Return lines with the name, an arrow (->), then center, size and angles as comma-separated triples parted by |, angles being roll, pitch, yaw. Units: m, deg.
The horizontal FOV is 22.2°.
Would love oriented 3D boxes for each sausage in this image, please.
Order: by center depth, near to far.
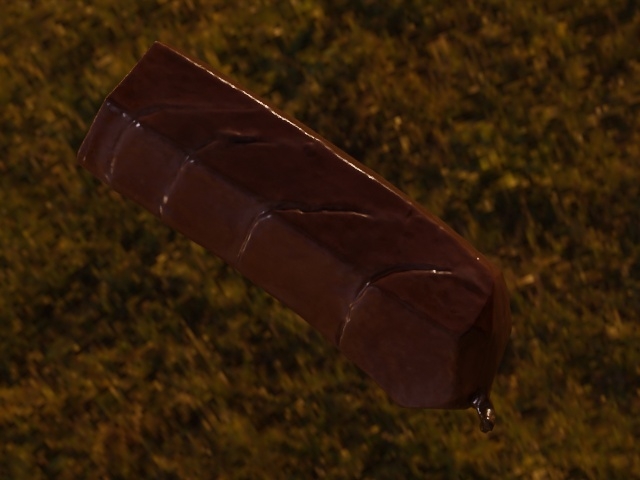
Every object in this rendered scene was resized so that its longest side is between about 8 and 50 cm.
sausage -> 0.000, -0.001, 0.563 | 0.169, 0.065, 0.065 | 35, 67, 7
